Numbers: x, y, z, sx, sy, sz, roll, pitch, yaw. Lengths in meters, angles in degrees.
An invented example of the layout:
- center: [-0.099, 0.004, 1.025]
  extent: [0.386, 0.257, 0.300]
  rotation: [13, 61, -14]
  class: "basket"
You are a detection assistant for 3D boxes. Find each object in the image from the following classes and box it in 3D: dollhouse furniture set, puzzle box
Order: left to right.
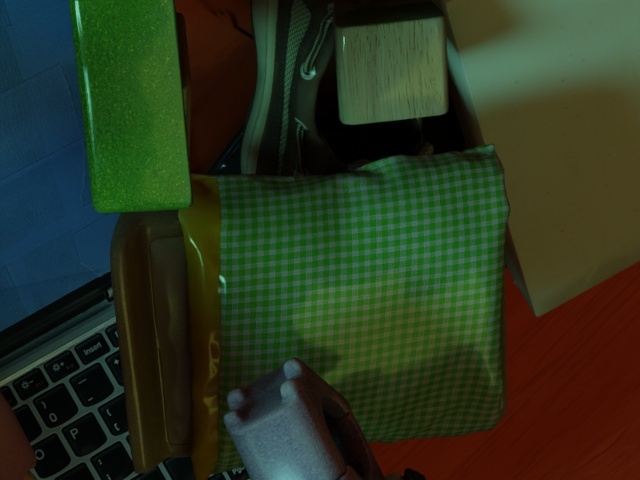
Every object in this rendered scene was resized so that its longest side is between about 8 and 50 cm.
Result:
- center: [0.000, 0.000, 0.863]
  extent: [0.198, 0.151, 0.301]
  rotation: [-6, 114, -5]
  class: "dollhouse furniture set"
- center: [0.207, -0.112, 1.097]
  extent: [0.272, 0.052, 0.409]
  rotation: [-29, 153, -2]
  class: "puzzle box"

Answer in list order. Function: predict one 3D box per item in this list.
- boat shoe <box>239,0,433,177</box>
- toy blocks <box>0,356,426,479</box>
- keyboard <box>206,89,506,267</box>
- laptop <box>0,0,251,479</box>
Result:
- center: [0.013, -0.053, 0.997]
  extent: [0.095, 0.095, 0.257]
  rotation: [-25, 136, -19]
  class: "boat shoe"
- center: [-0.145, 0.138, 0.753]
  extent: [0.309, 0.288, 0.260]
  rotation: [-29, 109, 12]
  class: "toy blocks"
- center: [0.032, -0.012, 1.179]
  extent: [0.317, 0.033, 0.201]
  rotation: [12, 116, -52]
  class: "keyboard"
- center: [-0.182, 0.132, 0.949]
  extent: [0.382, 0.408, 0.236]
  rotation: [-30, -178, -15]
  class: "laptop"
